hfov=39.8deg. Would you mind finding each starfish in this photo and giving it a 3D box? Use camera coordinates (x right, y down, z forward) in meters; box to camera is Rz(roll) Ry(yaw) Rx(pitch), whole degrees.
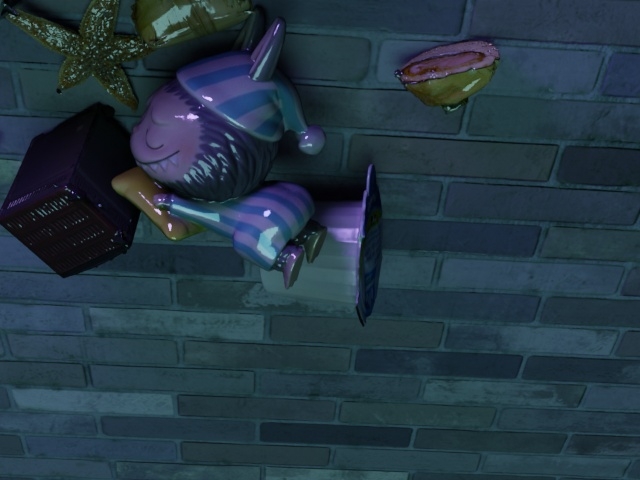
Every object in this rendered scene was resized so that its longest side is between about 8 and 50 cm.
[{"bbox_3d":[-0.373,-0.335,1.462,0.231,0.048,0.295,-36,129,22],"label":"starfish"}]

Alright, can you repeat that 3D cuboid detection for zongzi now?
[{"bbox_3d":[-0.214,-0.413,1.376,0.194,0.099,0.197,-17,104,-6],"label":"zongzi"}]

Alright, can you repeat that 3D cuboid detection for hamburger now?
[{"bbox_3d":[0.217,-0.274,1.500,0.176,0.087,0.102,-16,144,4],"label":"hamburger"}]

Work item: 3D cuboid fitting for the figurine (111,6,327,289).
[{"bbox_3d":[-0.118,-0.171,1.429,0.361,0.266,0.377,30,126,7],"label":"figurine"}]

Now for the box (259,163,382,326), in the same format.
[{"bbox_3d":[0.000,0.000,1.664,0.206,0.262,0.291,2,111,12],"label":"box"}]

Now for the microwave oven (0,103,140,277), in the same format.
[{"bbox_3d":[-0.417,-0.085,1.564,0.178,0.247,0.188,-24,127,25],"label":"microwave oven"}]

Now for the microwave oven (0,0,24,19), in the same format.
[{"bbox_3d":[-0.450,-0.524,1.155,0.286,0.218,0.355,26,129,-4],"label":"microwave oven"}]
